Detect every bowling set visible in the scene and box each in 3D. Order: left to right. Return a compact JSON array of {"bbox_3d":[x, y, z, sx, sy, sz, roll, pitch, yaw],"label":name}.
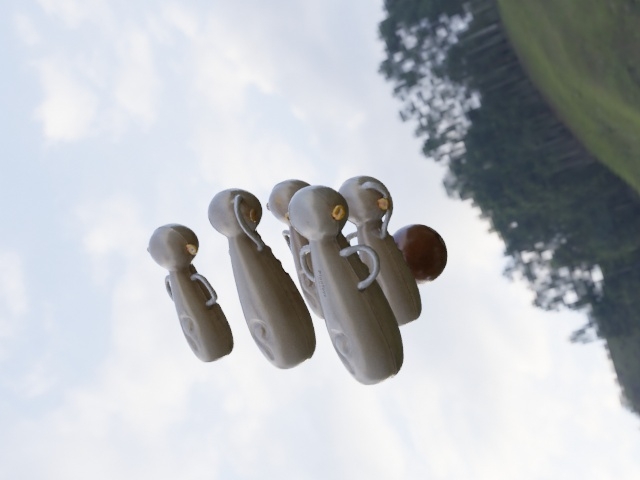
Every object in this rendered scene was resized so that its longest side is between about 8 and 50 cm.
[{"bbox_3d":[0.000,0.000,0.976,0.200,0.287,0.154,-33,-70,-37],"label":"bowling set"}]
